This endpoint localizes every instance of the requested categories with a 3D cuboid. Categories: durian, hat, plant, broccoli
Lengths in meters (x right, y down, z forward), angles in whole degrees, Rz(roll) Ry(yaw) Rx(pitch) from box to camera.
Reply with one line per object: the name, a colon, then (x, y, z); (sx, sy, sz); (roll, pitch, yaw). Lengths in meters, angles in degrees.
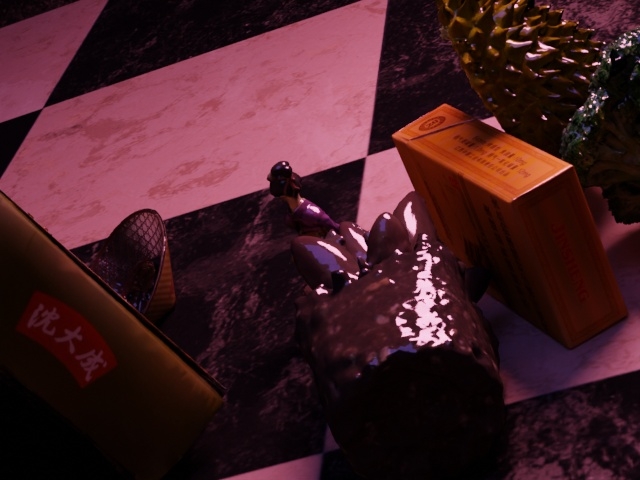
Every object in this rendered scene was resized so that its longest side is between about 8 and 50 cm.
durian: (0.214, -0.150, 1.654); (0.169, 0.352, 0.158); (19, 72, 40)
hat: (-0.208, 0.064, 1.872); (0.193, 0.082, 0.193); (-35, 42, 39)
plant: (0.077, 0.080, 1.466); (0.194, 0.181, 0.320); (-21, 29, 4)
broccoli: (0.384, -0.092, 1.537); (0.254, 0.269, 0.269); (-54, 9, 30)

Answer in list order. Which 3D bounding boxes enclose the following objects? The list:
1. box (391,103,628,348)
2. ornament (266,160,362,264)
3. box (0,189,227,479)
box: (0.184, -0.022, 1.574); (0.076, 0.174, 0.274); (-29, 25, -11)
ornament: (-0.001, 0.000, 1.675); (0.088, 0.203, 0.081); (-27, 17, -4)
box: (-0.333, 0.044, 1.625); (0.138, 0.373, 0.420); (-48, 30, -10)
